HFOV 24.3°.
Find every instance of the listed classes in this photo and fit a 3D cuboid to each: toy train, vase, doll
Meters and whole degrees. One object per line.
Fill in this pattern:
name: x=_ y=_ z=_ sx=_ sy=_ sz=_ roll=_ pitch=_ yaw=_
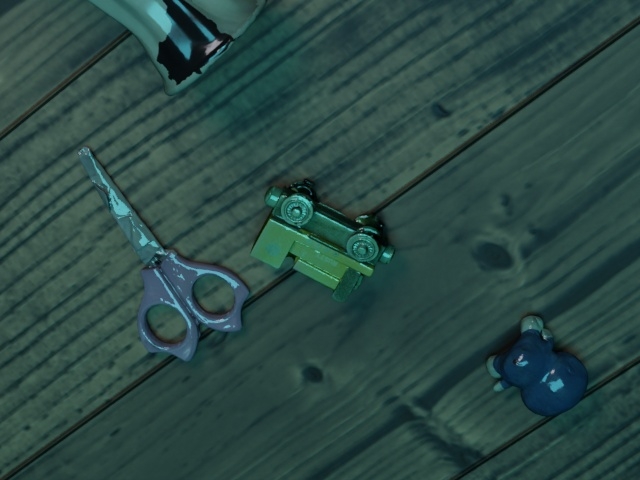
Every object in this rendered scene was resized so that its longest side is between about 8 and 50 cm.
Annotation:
toy train: x=0.000 y=0.000 z=1.274 sx=0.122 sy=0.050 sz=0.081 roll=28 pitch=114 yaw=-6
vase: x=-0.205 y=-0.276 z=1.142 sx=0.165 sy=0.165 sz=0.360 roll=-40 pitch=106 yaw=17
doll: x=0.190 y=0.119 z=1.302 sx=0.083 sy=0.050 sz=0.076 roll=38 pitch=113 yaw=-11

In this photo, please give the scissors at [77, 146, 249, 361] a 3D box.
scissors: x=-0.151 y=0.008 z=1.304 sx=0.110 sy=0.021 sz=0.212 roll=-30 pitch=106 yaw=12
